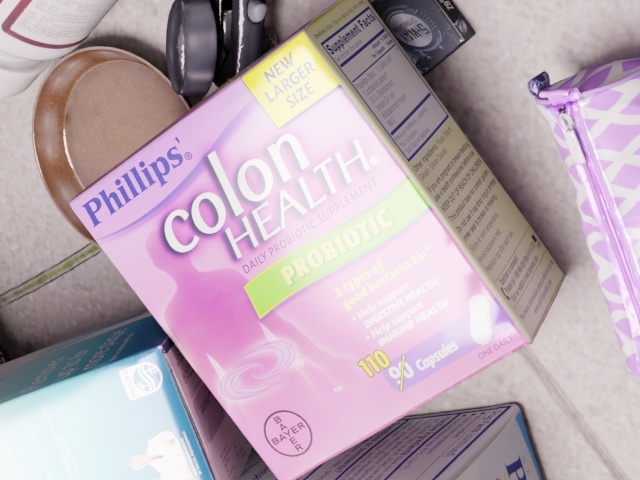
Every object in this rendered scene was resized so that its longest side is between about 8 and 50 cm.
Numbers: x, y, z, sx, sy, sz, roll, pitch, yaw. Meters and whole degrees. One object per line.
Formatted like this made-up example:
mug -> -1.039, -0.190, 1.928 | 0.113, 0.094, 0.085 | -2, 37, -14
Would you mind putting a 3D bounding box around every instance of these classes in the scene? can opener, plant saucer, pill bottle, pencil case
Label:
can opener -> -0.059, -0.187, 1.146 | 0.059, 0.073, 0.186 | 21, 111, 34
plant saucer -> -0.147, -0.069, 1.270 | 0.168, 0.029, 0.168 | 13, 116, 28
pill bottle -> -0.193, -0.206, 1.184 | 0.121, 0.121, 0.221 | 52, 128, 4
pencil case -> 0.199, -0.015, 1.029 | 0.086, 0.088, 0.206 | -15, 101, 39

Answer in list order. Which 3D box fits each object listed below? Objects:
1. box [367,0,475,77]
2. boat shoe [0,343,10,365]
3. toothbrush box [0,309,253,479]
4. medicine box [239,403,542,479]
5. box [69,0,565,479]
box -> 0.053, -0.139, 1.115 | 0.083, 0.018, 0.067 | -37, 87, 37
boat shoe -> -0.246, 0.158, 1.384 | 0.158, 0.127, 0.340 | -5, 114, 26
toothbrush box -> -0.208, 0.156, 1.215 | 0.295, 0.216, 0.126 | -21, 97, 9
medicine box -> 0.035, 0.280, 1.219 | 0.289, 0.149, 0.263 | -11, 103, 37
box -> 0.000, 0.000, 1.106 | 0.213, 0.117, 0.243 | -33, 96, 27
